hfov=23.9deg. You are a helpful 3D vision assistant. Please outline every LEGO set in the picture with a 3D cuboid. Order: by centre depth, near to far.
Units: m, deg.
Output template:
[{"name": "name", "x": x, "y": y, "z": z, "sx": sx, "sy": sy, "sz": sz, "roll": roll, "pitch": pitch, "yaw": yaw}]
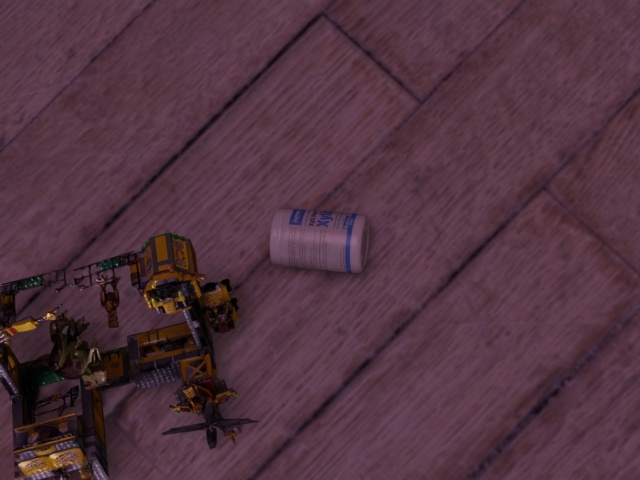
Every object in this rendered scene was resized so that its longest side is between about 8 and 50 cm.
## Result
[{"name": "LEGO set", "x": -0.243, "y": 0.154, "z": 1.664, "sx": 0.331, "sy": 0.255, "sz": 0.192, "roll": -9, "pitch": 48, "yaw": -4}]

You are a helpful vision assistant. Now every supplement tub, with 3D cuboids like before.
[{"name": "supplement tub", "x": 0.000, "y": 0.000, "z": 1.756, "sx": 0.107, "sy": 0.071, "sz": 0.071, "roll": 5, "pitch": 78, "yaw": 10}]
